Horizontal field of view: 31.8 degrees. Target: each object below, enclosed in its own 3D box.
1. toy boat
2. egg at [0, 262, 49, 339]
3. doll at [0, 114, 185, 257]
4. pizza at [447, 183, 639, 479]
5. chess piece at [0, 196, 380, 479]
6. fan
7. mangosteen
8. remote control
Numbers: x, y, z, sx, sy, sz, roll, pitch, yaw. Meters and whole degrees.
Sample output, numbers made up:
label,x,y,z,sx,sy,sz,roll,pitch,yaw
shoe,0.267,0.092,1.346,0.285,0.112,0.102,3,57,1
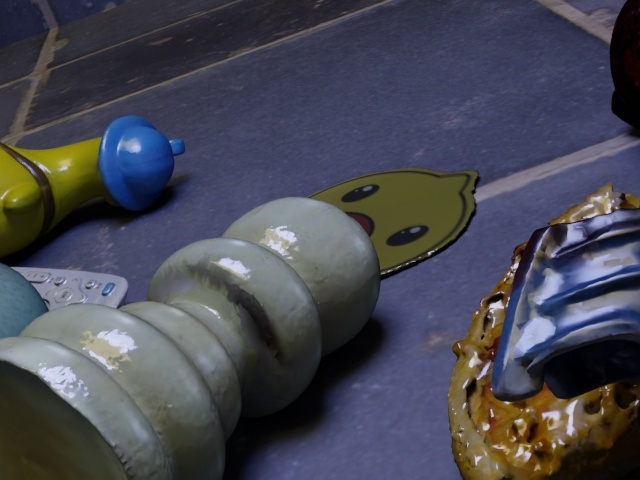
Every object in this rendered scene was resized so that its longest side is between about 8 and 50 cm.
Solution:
label,x,y,z,sx,sy,sz,roll,pitch,yaw
toy boat,0.228,0.058,0.589,0.309,0.142,0.129,-1,-22,-19
egg,-0.291,0.102,0.872,0.169,0.169,0.236,-17,22,6
doll,-0.333,-0.065,1.294,0.363,0.145,0.199,-16,19,-7
pizza,0.169,0.056,0.724,0.161,0.085,0.305,-2,31,32
chess piece,-0.080,0.077,0.797,0.182,0.182,0.330,1,26,38
fan,0.000,0.001,1.055,0.335,0.011,0.229,-23,25,-10
mangosteen,0.330,-0.155,0.978,0.172,0.184,0.172,3,64,-6
remote control,-0.286,0.065,1.104,0.229,0.044,0.073,2,44,28
